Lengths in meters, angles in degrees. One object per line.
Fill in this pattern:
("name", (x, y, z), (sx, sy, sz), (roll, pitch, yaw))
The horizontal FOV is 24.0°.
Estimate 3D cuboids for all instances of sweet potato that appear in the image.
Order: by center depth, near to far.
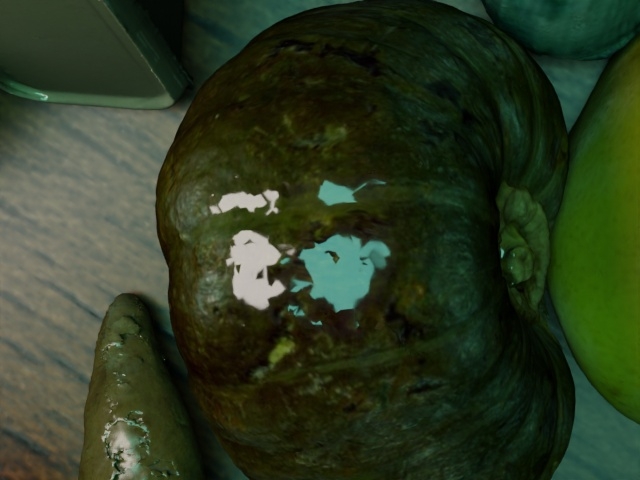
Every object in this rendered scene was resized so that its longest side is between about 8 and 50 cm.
("sweet potato", (-0.133, 0.197, 0.981), (0.124, 0.098, 0.310), (18, 94, 21))

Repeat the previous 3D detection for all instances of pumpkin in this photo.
("pumpkin", (0.000, 0.000, 0.849), (0.242, 0.232, 0.325), (-18, 61, 35))

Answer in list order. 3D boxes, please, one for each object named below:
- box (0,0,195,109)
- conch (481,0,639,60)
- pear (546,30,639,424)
("box", (-0.149, -0.196, 0.888), (0.138, 0.274, 0.178), (5, 81, 6))
("conch", (0.131, -0.232, 0.888), (0.196, 0.134, 0.202), (-47, 59, 16))
("pear", (0.314, -0.028, 0.863), (0.386, 0.191, 0.340), (-30, 88, 7))
